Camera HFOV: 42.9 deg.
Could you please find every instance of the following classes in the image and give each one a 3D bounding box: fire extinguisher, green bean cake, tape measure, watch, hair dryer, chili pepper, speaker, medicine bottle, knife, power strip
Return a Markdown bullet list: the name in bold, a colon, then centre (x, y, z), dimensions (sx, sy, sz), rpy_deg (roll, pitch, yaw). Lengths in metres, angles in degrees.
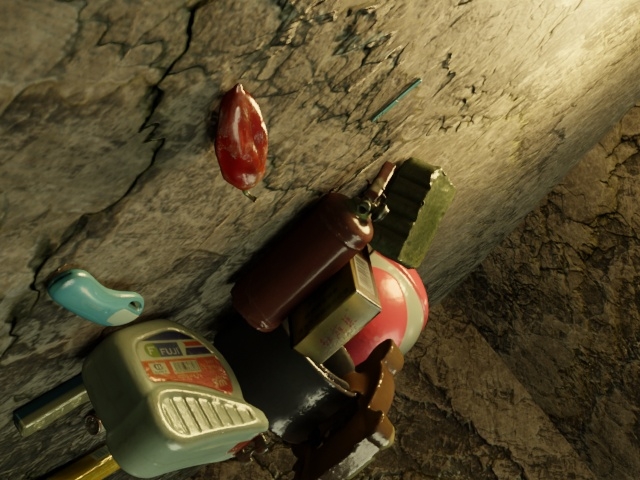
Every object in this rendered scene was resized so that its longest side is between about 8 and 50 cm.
- **fire extinguisher**: centre (0.000, 0.000, 1.338), dimensions (0.337, 0.106, 0.147), rpy_deg (-43, -166, 20)
- **green bean cake**: centre (0.164, -0.049, 1.481), dimensions (0.183, 0.094, 0.185), rpy_deg (-63, 164, 0)
- **tape measure**: centre (-0.225, 0.240, 1.218), dimensions (0.125, 0.246, 0.243), rpy_deg (-44, 155, 20)
- **watch**: centre (-0.038, 0.259, 1.548), dimensions (0.314, 0.327, 0.335), rpy_deg (-43, -168, 11)
- **hair dryer**: centre (-0.333, 0.277, 1.503), dimensions (0.183, 0.044, 0.155), rpy_deg (-48, 166, 26)
- **chili pepper**: centre (-0.086, -0.100, 0.864), dimensions (0.059, 0.050, 0.191), rpy_deg (-30, 153, -19)
- **speaker**: centre (0.094, 0.160, 1.818), dimensions (0.294, 0.294, 0.294), rpy_deg (-36, 166, -10)
- **medicine bottle**: centre (-0.514, 0.500, 1.706), dimensions (0.218, 0.074, 0.074), rpy_deg (-23, 160, -51)
- **knife**: centre (-0.271, 0.070, 0.992), dimensions (0.064, 0.031, 0.222), rpy_deg (-33, 163, -2)
- **power strip**: centre (-0.404, 0.250, 1.239), dimensions (0.123, 0.032, 0.056), rpy_deg (-30, 166, -32)
- **knife**: centre (0.106, -0.195, 1.136), dimensions (0.091, 0.005, 0.014), rpy_deg (-39, 165, 7)

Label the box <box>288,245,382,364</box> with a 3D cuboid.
- **box**: centre (0.016, 0.079, 1.399), dimensions (0.159, 0.071, 0.240), rpy_deg (-46, -154, 21)
